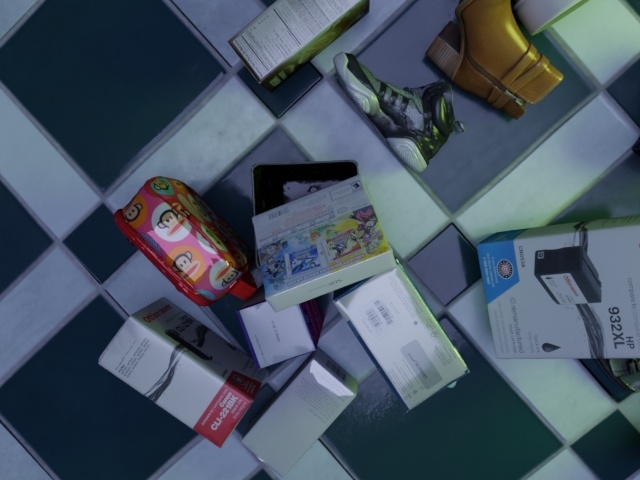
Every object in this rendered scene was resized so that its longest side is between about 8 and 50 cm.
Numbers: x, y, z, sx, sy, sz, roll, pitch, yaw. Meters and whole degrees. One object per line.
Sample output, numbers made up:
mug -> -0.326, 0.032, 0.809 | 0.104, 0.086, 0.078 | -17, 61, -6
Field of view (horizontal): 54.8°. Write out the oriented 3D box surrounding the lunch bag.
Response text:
lunch bag -> -0.216, 0.010, 1.111 | 0.258, 0.293, 0.120 | 44, 93, -1

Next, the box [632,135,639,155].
box -> 0.677, -0.226, 1.088 | 0.108, 0.153, 0.207 | 29, 97, 1

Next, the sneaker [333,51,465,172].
sneaker -> 0.151, -0.270, 1.153 | 0.153, 0.101, 0.269 | -39, 98, 6

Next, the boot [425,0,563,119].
boot -> 0.321, -0.334, 1.052 | 0.220, 0.283, 0.109 | 37, 61, 0

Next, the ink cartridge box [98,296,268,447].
ink cartridge box -> -0.253, 0.241, 1.184 | 0.272, 0.197, 0.114 | 34, 96, 0

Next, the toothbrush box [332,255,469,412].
toothbrush box -> 0.129, 0.137, 1.095 | 0.126, 0.295, 0.216 | -33, 94, 5

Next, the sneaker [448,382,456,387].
sneaker -> 0.229, 0.248, 1.231 | 0.098, 0.038, 0.069 | 14, 95, -7

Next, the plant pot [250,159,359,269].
plant pot -> -0.018, -0.050, 1.151 | 0.187, 0.167, 0.188 | -2, 95, 5

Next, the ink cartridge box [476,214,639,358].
ink cartridge box -> 0.457, 0.085, 1.085 | 0.307, 0.129, 0.223 | -8, 95, 34

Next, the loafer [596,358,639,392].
loafer -> 0.563, 0.175, 1.172 | 0.096, 0.084, 0.268 | -24, 94, 4

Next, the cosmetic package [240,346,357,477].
cosmetic package -> -0.041, 0.342, 1.237 | 0.117, 0.085, 0.231 | 41, 99, -1

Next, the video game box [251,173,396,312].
video game box -> 0.000, 0.000, 0.989 | 0.205, 0.187, 0.048 | -21, 133, 7

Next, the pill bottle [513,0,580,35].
pill bottle -> 0.343, -0.553, 1.053 | 0.204, 0.204, 0.361 | -31, 93, 7

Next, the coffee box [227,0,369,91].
coffee box -> -0.035, -0.392, 1.131 | 0.246, 0.141, 0.098 | -37, 93, 8

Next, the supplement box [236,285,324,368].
supplement box -> -0.067, 0.141, 1.148 | 0.113, 0.220, 0.111 | -19, 95, 5
